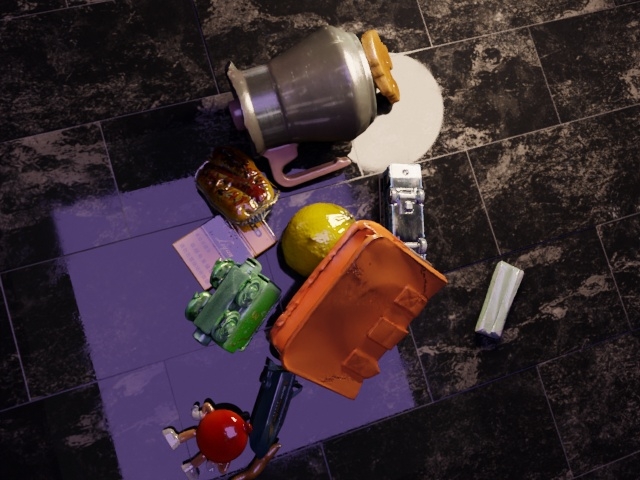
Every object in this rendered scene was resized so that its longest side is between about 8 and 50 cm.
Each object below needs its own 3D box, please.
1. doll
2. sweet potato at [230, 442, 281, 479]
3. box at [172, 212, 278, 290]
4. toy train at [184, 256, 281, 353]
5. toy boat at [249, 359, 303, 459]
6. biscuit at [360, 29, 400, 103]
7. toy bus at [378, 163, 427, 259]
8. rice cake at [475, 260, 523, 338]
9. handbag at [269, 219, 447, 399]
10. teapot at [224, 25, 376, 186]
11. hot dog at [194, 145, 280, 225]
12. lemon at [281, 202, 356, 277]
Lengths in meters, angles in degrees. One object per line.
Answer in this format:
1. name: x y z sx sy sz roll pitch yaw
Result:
1. doll: -0.273 0.499 1.387 0.217 0.085 0.183 -30 86 6
2. sweet potato: -0.169 0.587 1.411 0.179 0.044 0.044 -41 90 -5
3. box: -0.253 0.009 1.461 0.237 0.070 0.152 -35 89 -10
4. toy train: -0.219 0.164 1.381 0.132 0.188 0.243 29 77 29
5. toy boat: -0.123 0.442 1.411 0.103 0.093 0.246 22 79 -27
6. biscuit: 0.160 -0.479 1.493 0.044 0.295 0.186 -18 82 18
7. toy bus: 0.224 -0.056 1.514 0.106 0.131 0.297 1 83 -12
8. rice cake: 0.517 0.175 1.577 0.080 0.042 0.222 25 78 -10
9. handbag: 0.092 0.176 1.371 0.303 0.116 0.410 34 98 -31
10. teapot: -0.051 -0.346 1.454 0.361 0.305 0.376 -17 115 -3
11. hot dog: -0.223 -0.145 1.426 0.162 0.082 0.270 -38 60 -12
12. lemon: 0.000 0.000 1.434 0.192 0.192 0.231 45 117 -1
